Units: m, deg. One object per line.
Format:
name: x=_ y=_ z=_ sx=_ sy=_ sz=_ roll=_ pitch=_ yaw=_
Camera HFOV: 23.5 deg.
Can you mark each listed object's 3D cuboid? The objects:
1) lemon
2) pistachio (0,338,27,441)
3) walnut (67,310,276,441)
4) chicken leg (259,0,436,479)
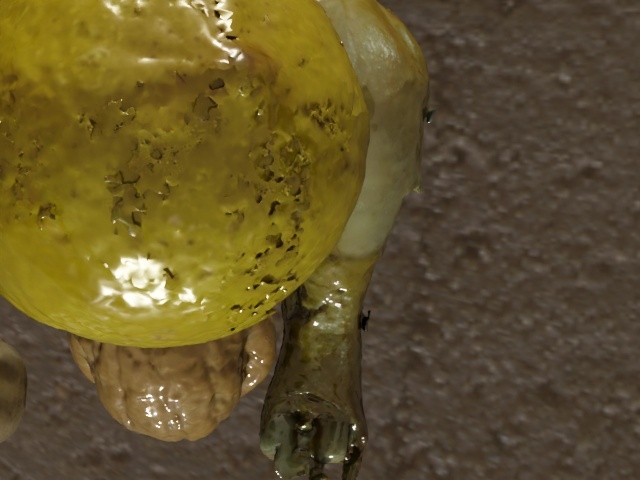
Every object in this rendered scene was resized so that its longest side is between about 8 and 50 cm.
lemon: x=-0.108 y=-0.062 z=0.938 sx=0.258 sy=0.310 sz=0.258 roll=-1 pitch=92 yaw=-29
pistachio: x=-0.300 y=0.126 z=1.271 sx=0.126 sy=0.185 sz=0.108 roll=-30 pitch=70 yaw=3
walnut: x=-0.170 y=0.111 z=1.779 sx=0.257 sy=0.257 sz=0.224 roll=35 pitch=37 yaw=-28
chicken leg: x=0.000 y=0.000 z=1.209 sx=0.201 sy=0.153 sz=0.429 roll=-23 pitch=120 yaw=-59
